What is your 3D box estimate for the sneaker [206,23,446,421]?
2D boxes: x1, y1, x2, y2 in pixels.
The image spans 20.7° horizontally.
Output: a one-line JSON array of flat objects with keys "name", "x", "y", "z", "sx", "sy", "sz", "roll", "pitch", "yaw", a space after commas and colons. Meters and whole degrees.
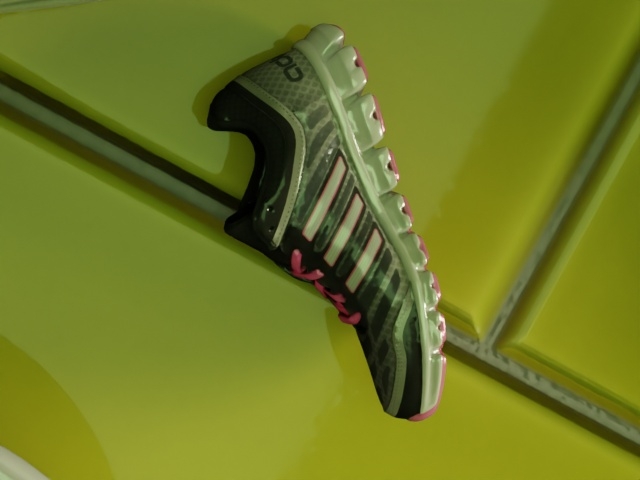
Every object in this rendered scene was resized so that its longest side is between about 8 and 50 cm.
[{"name": "sneaker", "x": 0.000, "y": 0.000, "z": 0.731, "sx": 0.075, "sy": 0.063, "sz": 0.170, "roll": -19, "pitch": 95, "yaw": -8}]

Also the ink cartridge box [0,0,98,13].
[{"name": "ink cartridge box", "x": -0.032, "y": -0.199, "z": 0.565, "sx": 0.131, "sy": 0.306, "sz": 0.226, "roll": -4, "pitch": 101, "yaw": 26}]

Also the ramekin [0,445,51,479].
[{"name": "ramekin", "x": -0.188, "y": 0.187, "z": 0.675, "sx": 0.273, "sy": 0.127, "sz": 0.273, "roll": -1, "pitch": 95, "yaw": -7}]
